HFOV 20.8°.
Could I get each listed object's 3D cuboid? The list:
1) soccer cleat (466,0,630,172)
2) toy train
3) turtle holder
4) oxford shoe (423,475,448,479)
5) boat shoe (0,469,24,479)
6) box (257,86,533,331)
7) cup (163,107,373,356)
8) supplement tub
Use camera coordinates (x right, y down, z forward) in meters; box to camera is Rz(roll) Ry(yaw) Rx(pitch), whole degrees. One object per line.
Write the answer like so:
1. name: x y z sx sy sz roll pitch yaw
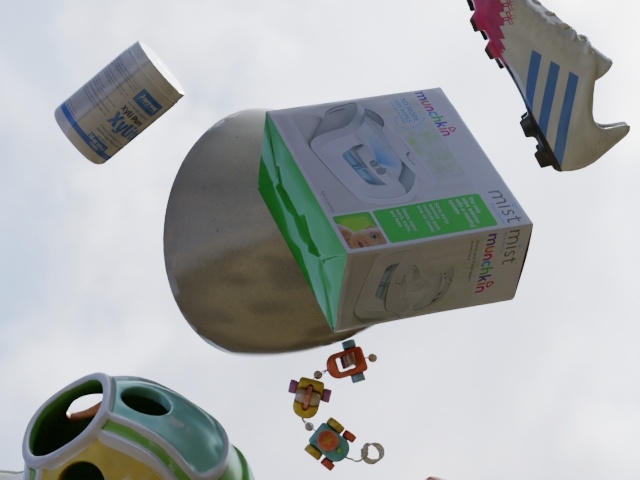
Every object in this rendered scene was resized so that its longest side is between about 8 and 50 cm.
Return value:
1. soccer cleat: 0.294 -0.251 2.283 0.143 0.331 0.116 -25 12 12
2. toy train: 0.025 0.216 2.287 0.125 0.166 0.046 -12 -9 -1
3. turtle holder: -0.212 0.285 1.828 0.243 0.227 0.320 -19 29 32
4. oxford shoe: 0.161 0.260 1.175 0.132 0.363 0.130 5 -76 -22
5. boat shoe: -0.360 0.347 2.297 0.305 0.091 0.109 -11 13 17
6. box: 0.080 -0.039 2.004 0.231 0.262 0.127 -9 -46 -19
7. cup: 0.000 0.000 2.231 0.331 0.237 0.331 -7 -80 -45
8. supplement tub: -0.188 -0.127 1.626 0.107 0.071 0.071 -39 -27 8
